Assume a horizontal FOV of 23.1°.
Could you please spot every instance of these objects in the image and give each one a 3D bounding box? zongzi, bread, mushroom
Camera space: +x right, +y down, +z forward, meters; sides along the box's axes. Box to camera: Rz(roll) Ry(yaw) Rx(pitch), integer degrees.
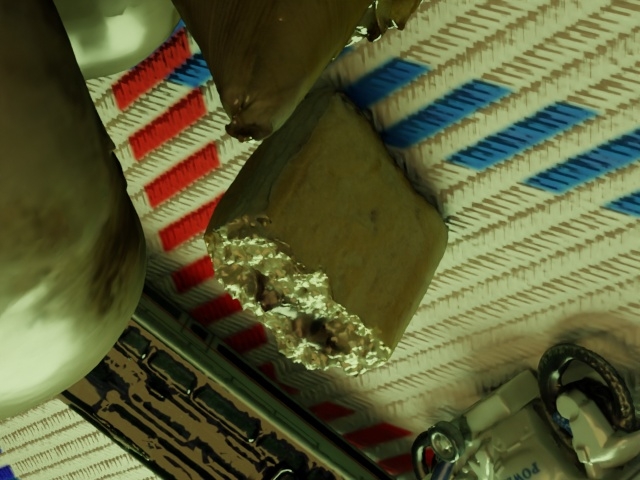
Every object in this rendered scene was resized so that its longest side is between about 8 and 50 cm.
[{"bbox_3d":[-0.047,-0.135,0.568,0.194,0.197,0.099,39,131,-3],"label":"zongzi"},{"bbox_3d":[0.000,-0.001,0.789,0.082,0.106,0.125,-11,131,40],"label":"bread"},{"bbox_3d":[-0.181,-0.103,0.667,0.362,0.295,0.362,58,171,15],"label":"mushroom"}]

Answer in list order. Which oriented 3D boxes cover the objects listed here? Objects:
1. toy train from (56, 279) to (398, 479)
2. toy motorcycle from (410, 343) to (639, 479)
[{"bbox_3d":[-0.087,0.098,1.011,0.407,0.088,0.086,39,105,-5],"label":"toy train"},{"bbox_3d":[0.131,0.150,0.890,0.150,0.102,0.221,54,145,6],"label":"toy motorcycle"}]
